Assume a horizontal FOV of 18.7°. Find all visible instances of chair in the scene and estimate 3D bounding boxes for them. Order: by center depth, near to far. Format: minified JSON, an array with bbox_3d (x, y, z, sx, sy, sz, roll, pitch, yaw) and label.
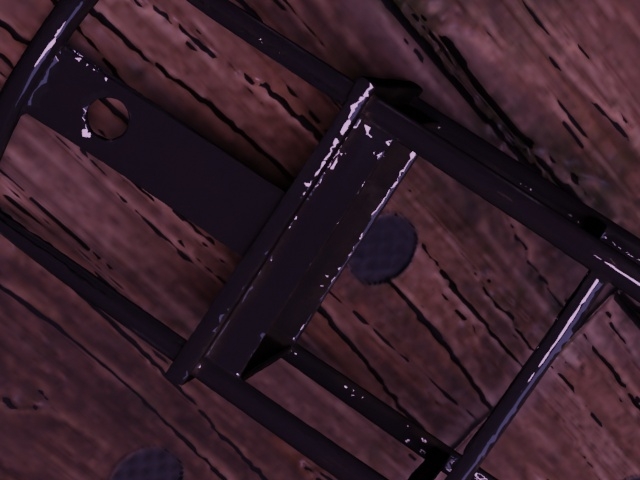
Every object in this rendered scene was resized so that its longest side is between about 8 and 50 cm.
[{"bbox_3d":[0.000,0.000,0.805,0.260,0.141,0.154,35,99,7],"label":"chair"}]
